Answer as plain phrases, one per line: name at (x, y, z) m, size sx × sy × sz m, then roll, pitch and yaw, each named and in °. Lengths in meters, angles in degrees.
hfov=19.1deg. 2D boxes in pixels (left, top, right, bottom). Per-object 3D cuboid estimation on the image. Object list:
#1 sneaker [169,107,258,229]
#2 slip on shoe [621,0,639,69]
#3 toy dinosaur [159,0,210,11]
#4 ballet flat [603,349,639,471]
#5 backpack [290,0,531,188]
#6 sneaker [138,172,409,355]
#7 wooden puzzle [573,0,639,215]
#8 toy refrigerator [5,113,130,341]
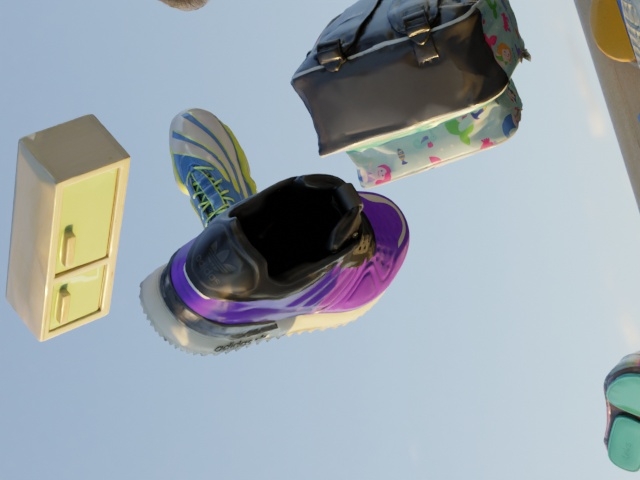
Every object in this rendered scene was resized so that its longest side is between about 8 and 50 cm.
sneaker at (-0.109, -0.044, 2.258) m, size 0.126 × 0.091 × 0.240 m, roll -142°, pitch 28°, yaw -78°
slip on shoe at (0.281, -0.085, 1.293) m, size 0.331 × 0.101 × 0.123 m, roll 59°, pitch -168°, yaw -57°
toy dinosaur at (-0.138, -0.279, 1.699) m, size 0.121 × 0.313 × 0.160 m, roll -27°, pitch -36°, yaw -44°
ballet flat at (0.339, 0.164, 1.995) m, size 0.079 × 0.077 × 0.221 m, roll -59°, pitch -20°, yaw -28°
backpack at (0.102, -0.181, 1.962) m, size 0.253 × 0.225 × 0.191 m, roll -74°, pitch -39°, yaw -61°
sneaker at (0.000, 0.001, 1.523) m, size 0.293 × 0.146 × 0.102 m, roll -21°, pitch -111°, yaw -49°
wooden puzzle at (0.403, -0.182, 1.961) m, size 0.080 × 0.348 × 0.322 m, roll -12°, pitch -97°, yaw -39°
toy refrigerator at (-0.299, -0.010, 2.245) m, size 0.094 × 0.102 × 0.269 m, roll 47°, pitch 143°, yaw 29°
